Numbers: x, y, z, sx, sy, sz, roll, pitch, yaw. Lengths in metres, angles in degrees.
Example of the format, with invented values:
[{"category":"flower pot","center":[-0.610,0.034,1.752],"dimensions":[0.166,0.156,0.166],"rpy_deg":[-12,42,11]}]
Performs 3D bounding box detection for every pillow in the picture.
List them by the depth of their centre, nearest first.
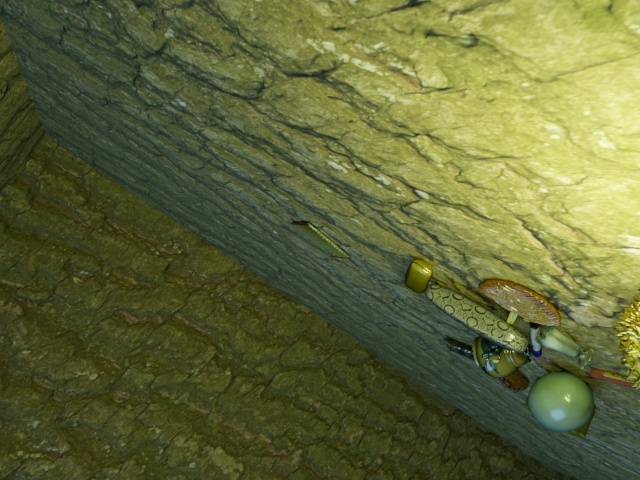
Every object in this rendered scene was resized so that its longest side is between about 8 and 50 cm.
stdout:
[{"category":"pillow","center":[0.623,0.474,2.399],"dimensions":[0.204,0.038,0.113],"rpy_deg":[19,160,35]}]

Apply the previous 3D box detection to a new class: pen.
[{"category":"pen","center":[0.691,0.318,1.824],"dimensions":[0.033,0.033,0.269],"rpy_deg":[21,162,31]}]

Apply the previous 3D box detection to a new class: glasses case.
[{"category":"glasses case","center":[0.486,0.240,1.791],"dimensions":[0.355,0.085,0.137],"rpy_deg":[33,-175,33]},{"category":"glasses case","center":[0.316,0.117,1.839],"dimensions":[0.079,0.064,0.234],"rpy_deg":[34,165,15]}]

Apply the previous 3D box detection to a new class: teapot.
[{"category":"teapot","center":[0.627,0.374,1.907],"dimensions":[0.183,0.173,0.270],"rpy_deg":[-19,142,42]}]

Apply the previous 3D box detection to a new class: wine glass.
[{"category":"wine glass","center":[0.721,0.312,1.682],"dimensions":[0.156,0.072,0.072],"rpy_deg":[30,164,0]}]

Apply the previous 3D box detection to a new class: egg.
[{"category":"egg","center":[0.835,0.561,1.981],"dimensions":[0.203,0.202,0.282],"rpy_deg":[27,159,13]}]

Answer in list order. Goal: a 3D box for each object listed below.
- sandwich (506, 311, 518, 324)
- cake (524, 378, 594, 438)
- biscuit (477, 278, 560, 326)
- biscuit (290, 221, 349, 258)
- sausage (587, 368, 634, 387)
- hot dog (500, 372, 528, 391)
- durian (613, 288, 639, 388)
[{"category":"sandwich","center":[0.577,0.207,1.690],"dimensions":[0.031,0.044,0.083],"rpy_deg":[23,119,14]},{"category":"cake","center":[0.934,0.657,2.200],"dimensions":[0.261,0.156,0.179],"rpy_deg":[34,170,-16]},{"category":"biscuit","center":[0.558,0.175,1.609],"dimensions":[0.229,0.031,0.176],"rpy_deg":[14,149,37]},{"category":"biscuit","center":[0.000,0.000,2.145],"dimensions":[0.231,0.016,0.139],"rpy_deg":[39,162,-27]},{"category":"sausage","center":[0.922,0.428,1.738],"dimensions":[0.029,0.029,0.223],"rpy_deg":[40,161,-28]},{"category":"hot dog","center":[0.763,0.556,2.324],"dimensions":[0.249,0.076,0.102],"rpy_deg":[41,164,-35]},{"category":"durian","center":[0.705,0.193,1.088],"dimensions":[0.258,0.258,0.292],"rpy_deg":[25,152,22]}]
